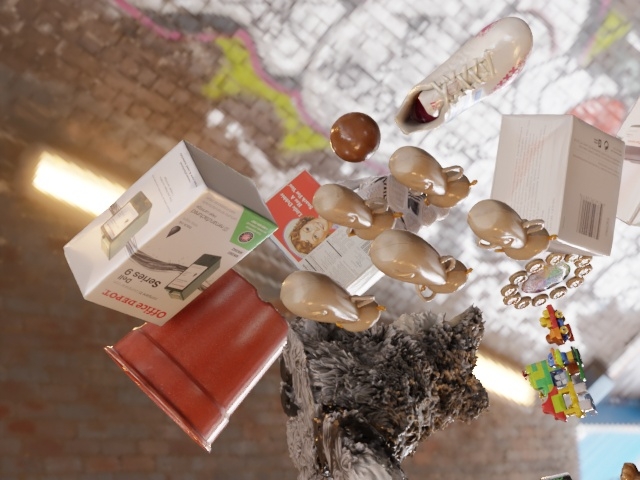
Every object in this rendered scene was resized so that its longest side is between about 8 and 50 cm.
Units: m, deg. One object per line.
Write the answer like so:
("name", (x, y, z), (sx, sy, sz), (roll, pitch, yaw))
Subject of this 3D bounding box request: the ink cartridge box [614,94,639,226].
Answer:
("ink cartridge box", (0.683, -0.183, 2.278), (0.129, 0.307, 0.223), (37, -163, 28))

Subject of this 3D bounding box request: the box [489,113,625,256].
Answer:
("box", (0.343, -0.078, 1.650), (0.119, 0.182, 0.181), (5, 174, 39))

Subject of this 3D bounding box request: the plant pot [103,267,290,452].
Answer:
("plant pot", (-0.207, 0.201, 2.091), (0.272, 0.265, 0.272), (42, 167, 12))

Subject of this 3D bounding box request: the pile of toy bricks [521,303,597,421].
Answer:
("pile of toy bricks", (0.409, 0.232, 2.010), (0.118, 0.105, 0.212), (48, -153, -56))

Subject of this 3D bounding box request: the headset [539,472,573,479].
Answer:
("headset", (0.393, 0.561, 1.841), (0.243, 0.185, 0.394), (-97, -9, -59))

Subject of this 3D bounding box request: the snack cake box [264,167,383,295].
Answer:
("snack cake box", (0.000, 0.000, 2.274), (0.264, 0.152, 0.089), (47, 175, 25))

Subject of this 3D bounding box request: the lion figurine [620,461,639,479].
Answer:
("lion figurine", (0.527, 0.382, 1.473), (0.142, 0.240, 0.392), (-21, -76, -50))

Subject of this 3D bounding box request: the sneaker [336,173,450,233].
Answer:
("sneaker", (0.109, -0.063, 2.328), (0.366, 0.210, 0.137), (-18, -82, -58))

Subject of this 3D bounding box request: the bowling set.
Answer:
("bowling set", (0.092, -0.035, 1.188), (0.154, 0.287, 0.200), (25, -128, -54))

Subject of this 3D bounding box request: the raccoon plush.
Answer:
("raccoon plush", (0.127, 0.240, 1.444), (0.299, 0.216, 0.446), (-4, -150, -14))

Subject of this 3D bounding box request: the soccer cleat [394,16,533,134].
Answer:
("soccer cleat", (0.274, -0.304, 2.199), (0.116, 0.331, 0.143), (53, -137, 2))

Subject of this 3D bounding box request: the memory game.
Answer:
("memory game", (0.416, 0.073, 2.084), (0.186, 0.186, 0.012), (24, -143, -49))

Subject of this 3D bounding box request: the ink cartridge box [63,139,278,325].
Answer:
("ink cartridge box", (-0.250, -0.003, 1.907), (0.211, 0.289, 0.122), (29, -154, -53))
